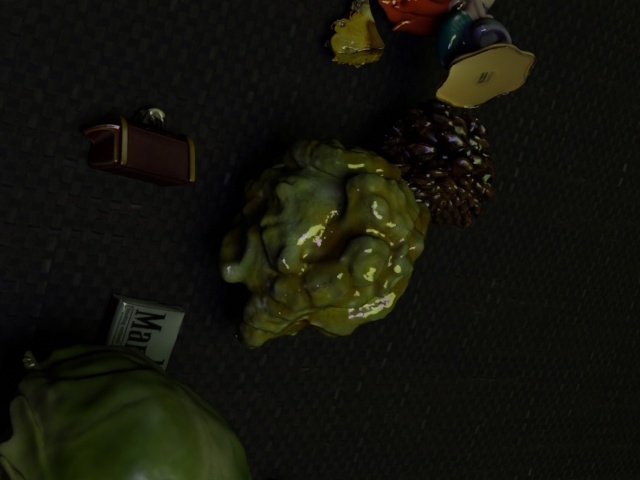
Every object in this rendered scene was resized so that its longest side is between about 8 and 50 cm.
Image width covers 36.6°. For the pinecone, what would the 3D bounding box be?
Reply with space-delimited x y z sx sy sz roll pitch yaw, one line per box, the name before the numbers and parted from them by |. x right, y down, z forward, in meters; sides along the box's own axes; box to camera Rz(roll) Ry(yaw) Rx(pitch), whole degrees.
pinecone | 0.174 -0.123 1.542 0.221 0.221 0.221 -16 116 -35

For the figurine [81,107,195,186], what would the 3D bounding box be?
figurine | -0.239 -0.131 1.279 0.154 0.082 0.098 16 83 -42

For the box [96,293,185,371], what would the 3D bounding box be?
box | -0.272 0.171 1.392 0.115 0.036 0.177 14 97 -43

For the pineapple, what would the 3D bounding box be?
pineapple | 0.062 -0.320 1.456 0.114 0.077 0.114 -8 98 -42

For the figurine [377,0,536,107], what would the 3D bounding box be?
figurine | 0.207 -0.353 1.475 0.181 0.208 0.257 23 49 -55

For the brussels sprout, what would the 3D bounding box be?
brussels sprout | -0.244 0.357 1.209 0.342 0.361 0.425 -27 143 -16

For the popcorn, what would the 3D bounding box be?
popcorn | -0.006 0.002 1.386 0.274 0.335 0.279 -1 78 -46
